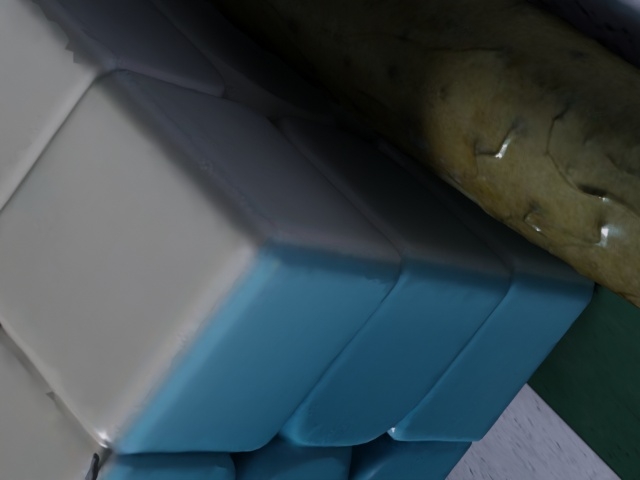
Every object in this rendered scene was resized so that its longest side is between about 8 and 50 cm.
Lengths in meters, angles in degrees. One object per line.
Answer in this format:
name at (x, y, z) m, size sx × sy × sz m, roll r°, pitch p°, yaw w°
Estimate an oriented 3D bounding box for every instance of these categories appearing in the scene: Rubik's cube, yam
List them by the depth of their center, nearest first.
yam at (0.073, -0.046, 0.664) m, size 0.371 × 0.083 × 0.083 m, roll 37°, pitch 161°, yaw 42°
Rubik's cube at (-0.116, 0.030, 0.807) m, size 0.291 × 0.291 × 0.290 m, roll 44°, pitch -165°, yaw 26°
